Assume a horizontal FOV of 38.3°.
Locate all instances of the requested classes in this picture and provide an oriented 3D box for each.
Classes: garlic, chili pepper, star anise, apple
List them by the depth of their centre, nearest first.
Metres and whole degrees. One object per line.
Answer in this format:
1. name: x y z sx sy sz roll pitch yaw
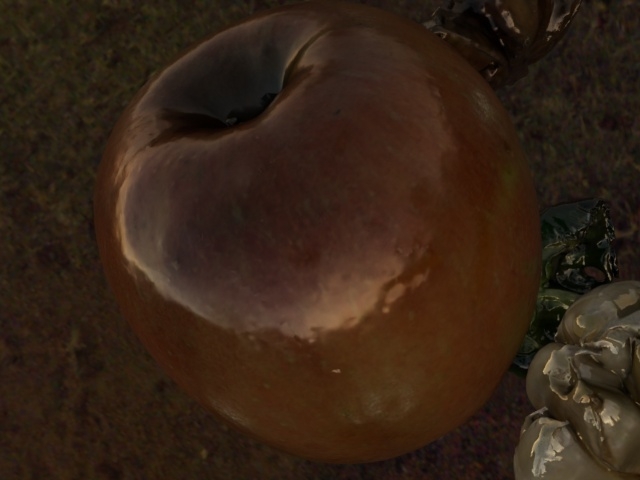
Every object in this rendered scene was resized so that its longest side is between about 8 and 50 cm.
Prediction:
1. apple: 0.000 0.000 0.515 0.253 0.253 0.253 -13 55 19
2. garlic: 0.292 0.140 0.914 0.281 0.203 0.185 -41 38 19
3. star anise: 0.182 -0.221 1.051 0.315 0.315 0.108 -39 84 0
4. chili pepper: 0.313 0.071 1.201 0.148 0.116 0.264 11 69 11
